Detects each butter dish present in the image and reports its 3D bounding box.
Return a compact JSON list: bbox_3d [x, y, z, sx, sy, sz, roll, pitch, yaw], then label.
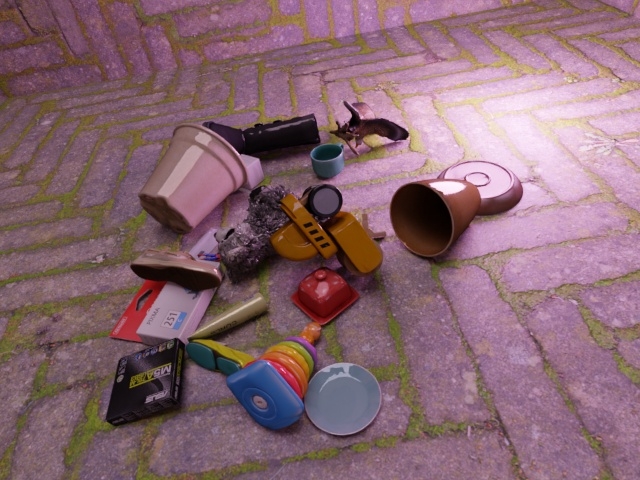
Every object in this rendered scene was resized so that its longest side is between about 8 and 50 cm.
[{"bbox_3d":[0.007,0.134,1.307,0.160,0.118,0.160,-34,48,-24],"label":"butter dish"}]

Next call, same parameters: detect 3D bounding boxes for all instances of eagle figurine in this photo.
[{"bbox_3d":[0.194,-0.476,1.874,0.298,0.226,0.225,-24,3,-24],"label":"eagle figurine"}]

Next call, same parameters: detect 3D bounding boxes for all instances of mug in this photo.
[{"bbox_3d":[0.043,-0.317,1.808,0.158,0.097,0.129,-20,42,-11],"label":"mug"}]

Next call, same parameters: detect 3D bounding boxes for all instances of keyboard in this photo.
[{"bbox_3d":[-0.425,0.046,1.574,0.072,0.014,0.256,16,49,20],"label":"keyboard"}]

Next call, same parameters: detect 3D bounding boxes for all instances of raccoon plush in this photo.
[{"bbox_3d":[-0.112,-0.005,1.435,0.446,0.216,0.299,3,52,15],"label":"raccoon plush"}]

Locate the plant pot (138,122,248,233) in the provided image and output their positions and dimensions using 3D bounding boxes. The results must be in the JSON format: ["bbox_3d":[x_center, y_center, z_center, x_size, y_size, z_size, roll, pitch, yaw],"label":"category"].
[{"bbox_3d":[-0.487,-0.204,1.665,0.334,0.334,0.305,16,60,26],"label":"plant pot"}]

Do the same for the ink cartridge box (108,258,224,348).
[{"bbox_3d":[-0.475,0.179,1.385,0.261,0.066,0.296,6,46,14],"label":"ink cartridge box"}]

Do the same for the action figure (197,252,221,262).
[{"bbox_3d":[-0.358,0.056,1.534,0.115,0.030,0.038,-7,47,-3],"label":"action figure"}]

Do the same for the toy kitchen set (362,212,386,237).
[{"bbox_3d":[0.178,-0.052,1.518,0.075,0.083,0.068,-6,1,4],"label":"toy kitchen set"}]

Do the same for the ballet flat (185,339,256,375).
[{"bbox_3d":[-0.261,0.310,1.205,0.231,0.077,0.077,9,21,37],"label":"ballet flat"}]

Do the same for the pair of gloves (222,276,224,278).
[{"bbox_3d":[-0.359,0.117,1.481,0.074,0.010,0.083,-37,48,-26],"label":"pair of gloves"}]

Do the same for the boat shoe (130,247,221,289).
[{"bbox_3d":[-0.426,0.074,1.362,0.302,0.109,0.098,5,48,20],"label":"boat shoe"}]

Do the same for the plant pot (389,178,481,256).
[{"bbox_3d":[0.390,-0.102,1.435,0.254,0.237,0.237,-24,42,-37],"label":"plant pot"}]

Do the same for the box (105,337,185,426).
[{"bbox_3d":[-0.452,0.365,1.178,0.191,0.045,0.184,-21,39,8],"label":"box"}]

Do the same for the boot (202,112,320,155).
[{"bbox_3d":[-0.229,-0.435,1.864,0.445,0.146,0.367,-6,8,3],"label":"boot"}]

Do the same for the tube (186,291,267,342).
[{"bbox_3d":[-0.268,0.231,1.296,0.240,0.070,0.062,-26,34,-21],"label":"tube"}]

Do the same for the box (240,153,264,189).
[{"bbox_3d":[-0.300,-0.279,1.834,0.102,0.101,0.087,20,50,31],"label":"box"}]

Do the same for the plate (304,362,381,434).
[{"bbox_3d":[0.054,0.384,1.096,0.188,0.024,0.188,-5,42,5],"label":"plate"}]

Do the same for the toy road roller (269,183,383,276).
[{"bbox_3d":[0.000,0.000,1.323,0.240,0.329,0.202,-40,11,-3],"label":"toy road roller"}]

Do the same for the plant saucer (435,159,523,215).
[{"bbox_3d":[0.564,-0.205,1.619,0.311,0.050,0.310,-7,42,6],"label":"plant saucer"}]

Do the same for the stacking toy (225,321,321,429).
[{"bbox_3d":[-0.074,0.304,1.135,0.175,0.165,0.302,-36,6,36],"label":"stacking toy"}]
